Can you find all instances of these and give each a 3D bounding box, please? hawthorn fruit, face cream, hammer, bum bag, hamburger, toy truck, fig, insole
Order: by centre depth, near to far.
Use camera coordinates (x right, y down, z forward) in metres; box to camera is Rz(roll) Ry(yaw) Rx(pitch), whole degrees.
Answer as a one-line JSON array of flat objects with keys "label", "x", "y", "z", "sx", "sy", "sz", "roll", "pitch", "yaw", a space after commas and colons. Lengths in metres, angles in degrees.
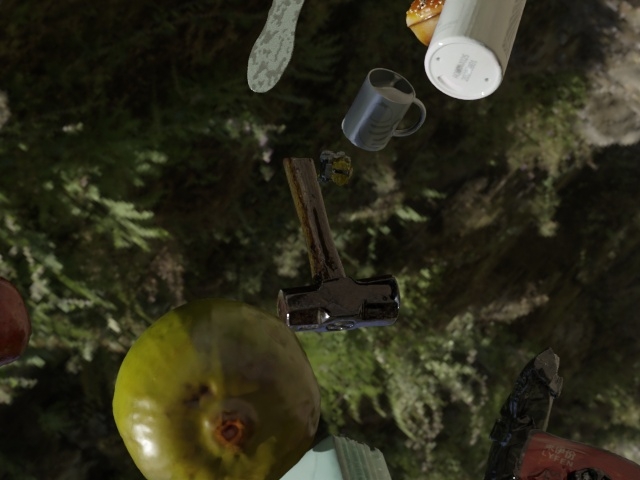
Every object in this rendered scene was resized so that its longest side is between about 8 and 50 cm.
[{"label": "face cream", "x": 0.220, "y": -0.330, "z": 1.226, "sx": 0.101, "sy": 0.346, "sz": 0.102, "roll": 15, "pitch": 145, "yaw": 11}, {"label": "hawthorn fruit", "x": -0.521, "y": 0.117, "z": 1.469, "sx": 0.148, "sy": 0.172, "sz": 0.148, "roll": 0, "pitch": -167, "yaw": 0}, {"label": "insole", "x": -0.066, "y": -0.322, "z": 1.484, "sx": 0.065, "sy": 0.194, "sz": 0.006, "roll": 17, "pitch": 180, "yaw": 14}, {"label": "fig", "x": -0.174, "y": 0.245, "z": 1.537, "sx": 0.343, "sy": 0.343, "sz": 0.343, "roll": 39, "pitch": -173, "yaw": -6}, {"label": "toy truck", "x": 0.029, "y": -0.132, "z": 1.751, "sx": 0.062, "sy": 0.052, "sz": 0.123, "roll": 8, "pitch": -168, "yaw": 2}, {"label": "bum bag", "x": 0.377, "y": 0.345, "z": 1.790, "sx": 0.095, "sy": 0.341, "sz": 0.144, "roll": 23, "pitch": -157, "yaw": 25}, {"label": "hammer", "x": 0.000, "y": 0.000, "z": 1.980, "sx": 0.095, "sy": 0.242, "sz": 0.409, "roll": 106, "pitch": 153, "yaw": -58}, {"label": "hamburger", "x": 0.311, "y": -0.547, "z": 2.264, "sx": 0.237, "sy": 0.236, "sz": 0.148, "roll": -37, "pitch": -72, "yaw": -83}]

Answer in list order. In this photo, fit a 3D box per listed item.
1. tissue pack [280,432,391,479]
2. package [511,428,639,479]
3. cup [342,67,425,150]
[{"label": "tissue pack", "x": 0.013, "y": 0.550, "z": 1.529, "sx": 0.162, "sy": 0.287, "sz": 0.388, "roll": 31, "pitch": -154, "yaw": -34}, {"label": "package", "x": 0.365, "y": 0.385, "z": 1.385, "sx": 0.194, "sy": 0.071, "sz": 0.269, "roll": 27, "pitch": -151, "yaw": 12}, {"label": "cup", "x": 0.125, "y": -0.240, "z": 1.823, "sx": 0.136, "sy": 0.133, "sz": 0.099, "roll": 32, "pitch": -139, "yaw": 1}]
